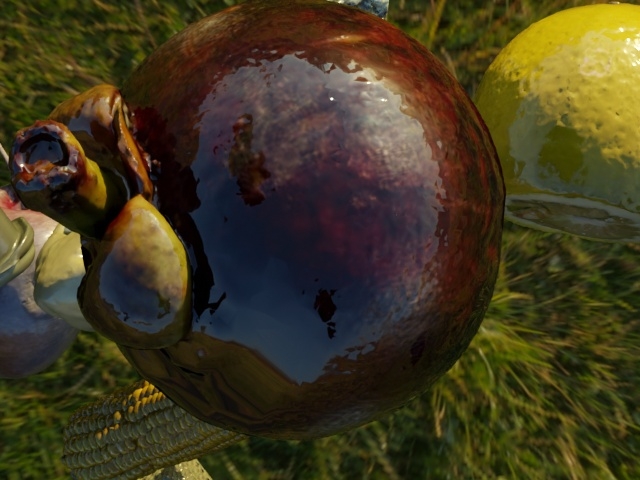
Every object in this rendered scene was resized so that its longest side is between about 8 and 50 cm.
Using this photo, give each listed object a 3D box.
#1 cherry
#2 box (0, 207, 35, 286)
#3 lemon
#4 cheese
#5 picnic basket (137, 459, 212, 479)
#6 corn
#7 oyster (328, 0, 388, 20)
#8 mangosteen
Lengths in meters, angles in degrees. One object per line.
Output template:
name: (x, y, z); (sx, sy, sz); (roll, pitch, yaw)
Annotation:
cherry: (-0.344, 0.038, 1.686); (0.183, 0.213, 0.266); (0, 112, -12)
box: (-0.414, 0.008, 1.329); (0.274, 0.138, 0.178); (-35, 108, -11)
lemon: (0.263, -0.119, 1.400); (0.240, 0.240, 0.219); (12, 82, 6)
cheese: (-0.159, -0.008, 1.368); (0.263, 0.159, 0.093); (-25, 124, 31)
picnic basket: (-0.213, 0.373, 1.812); (0.196, 0.134, 0.154); (-35, 102, 8)
corn: (-0.132, 0.173, 1.464); (0.313, 0.102, 0.102); (-21, 85, 33)
oyster: (-0.034, -0.237, 1.858); (0.252, 0.087, 0.199); (-3, 65, 8)
mangosteen: (-0.031, -0.006, 0.937); (0.297, 0.297, 0.293); (42, 49, 6)
